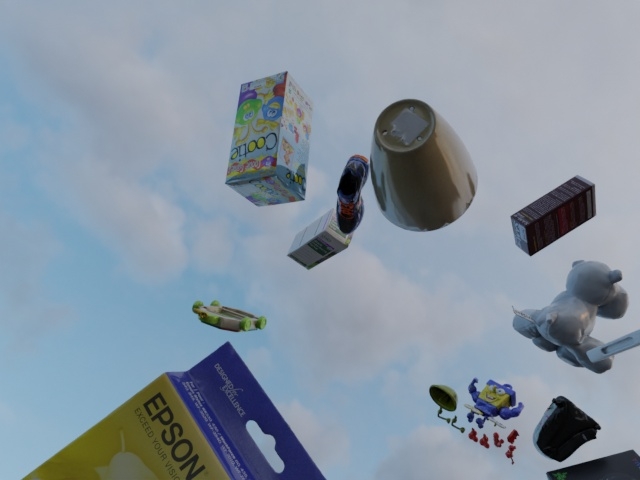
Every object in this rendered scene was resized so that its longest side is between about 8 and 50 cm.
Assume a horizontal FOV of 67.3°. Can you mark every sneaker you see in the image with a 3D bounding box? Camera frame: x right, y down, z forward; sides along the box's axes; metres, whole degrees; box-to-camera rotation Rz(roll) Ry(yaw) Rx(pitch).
[{"bbox_3d":[0.073,-0.115,1.281,0.083,0.087,0.222,14,-62,21],"label":"sneaker"}]

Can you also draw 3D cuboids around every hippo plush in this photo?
[{"bbox_3d":[0.636,0.162,1.227,0.294,0.234,0.237,38,-99,-19],"label":"hippo plush"}]

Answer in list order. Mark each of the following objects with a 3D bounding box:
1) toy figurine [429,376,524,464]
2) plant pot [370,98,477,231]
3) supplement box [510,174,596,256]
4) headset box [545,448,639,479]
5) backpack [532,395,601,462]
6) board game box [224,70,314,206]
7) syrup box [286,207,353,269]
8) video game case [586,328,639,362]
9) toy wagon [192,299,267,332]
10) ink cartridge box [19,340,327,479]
[{"bbox_3d":[0.603,0.594,1.740,0.217,0.362,0.191,-34,-63,-25],"label":"toy figurine"},{"bbox_3d":[0.215,-0.187,1.083,0.256,0.257,0.274,-14,-24,15],"label":"plant pot"},{"bbox_3d":[0.689,-0.073,1.419,0.239,0.073,0.130,-31,-52,-3],"label":"supplement box"},{"bbox_3d":[0.803,0.741,1.323,0.282,0.246,0.131,-17,-75,5],"label":"headset box"},{"bbox_3d":[0.743,0.593,1.483,0.182,0.152,0.115,-49,-27,-6],"label":"backpack"},{"bbox_3d":[-0.118,-0.242,1.173,0.141,0.276,0.144,-6,-22,27],"label":"board game box"},{"bbox_3d":[0.000,0.000,1.507,0.093,0.096,0.236,34,-34,-18],"label":"syrup box"},{"bbox_3d":[0.417,0.100,0.563,0.157,0.019,0.143,-17,-24,-6],"label":"video game case"},{"bbox_3d":[-0.392,0.309,1.945,0.267,0.344,0.068,13,-90,25],"label":"toy wagon"},{"bbox_3d":[-0.164,0.327,0.586,0.307,0.304,0.072,-38,-22,-10],"label":"ink cartridge box"}]
